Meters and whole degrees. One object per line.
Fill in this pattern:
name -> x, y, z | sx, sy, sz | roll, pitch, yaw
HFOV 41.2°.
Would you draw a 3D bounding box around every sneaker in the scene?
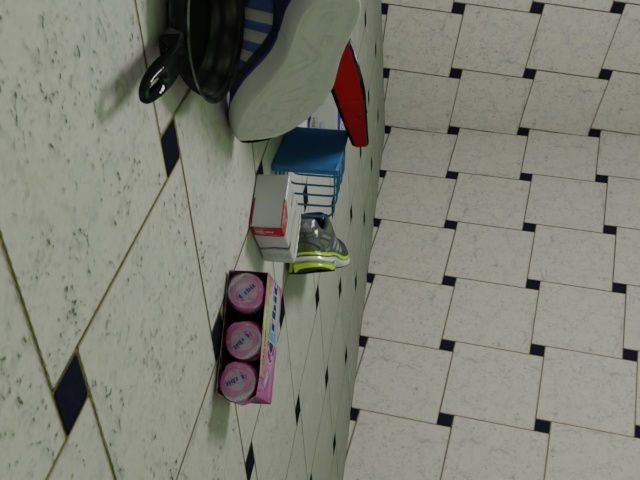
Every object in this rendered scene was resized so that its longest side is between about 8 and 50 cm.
sneaker -> -0.068, -0.311, 1.146 | 0.323, 0.130, 0.236 | -54, -127, 52
sneaker -> 0.000, 0.000, 1.781 | 0.300, 0.111, 0.121 | -27, 114, -83

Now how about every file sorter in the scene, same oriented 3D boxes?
file sorter -> -0.016, -0.129, 1.588 | 0.170, 0.118, 0.104 | -75, 167, -58

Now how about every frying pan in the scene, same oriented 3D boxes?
frying pan -> -0.140, -0.205, 0.938 | 0.197, 0.053, 0.326 | 82, 19, -53

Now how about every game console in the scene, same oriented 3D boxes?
game console -> 0.010, -0.379, 1.483 | 0.342, 0.060, 0.386 | 48, 25, -77

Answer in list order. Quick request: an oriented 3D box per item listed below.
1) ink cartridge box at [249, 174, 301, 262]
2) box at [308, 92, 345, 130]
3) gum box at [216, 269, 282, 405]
ink cartridge box -> -0.073, -0.034, 1.417 | 0.135, 0.056, 0.099 | 75, 19, -62
box -> 0.017, -0.282, 1.930 | 0.137, 0.072, 0.126 | -39, 130, -78
gum box -> -0.103, 0.148, 1.238 | 0.107, 0.062, 0.188 | 65, 28, -72
